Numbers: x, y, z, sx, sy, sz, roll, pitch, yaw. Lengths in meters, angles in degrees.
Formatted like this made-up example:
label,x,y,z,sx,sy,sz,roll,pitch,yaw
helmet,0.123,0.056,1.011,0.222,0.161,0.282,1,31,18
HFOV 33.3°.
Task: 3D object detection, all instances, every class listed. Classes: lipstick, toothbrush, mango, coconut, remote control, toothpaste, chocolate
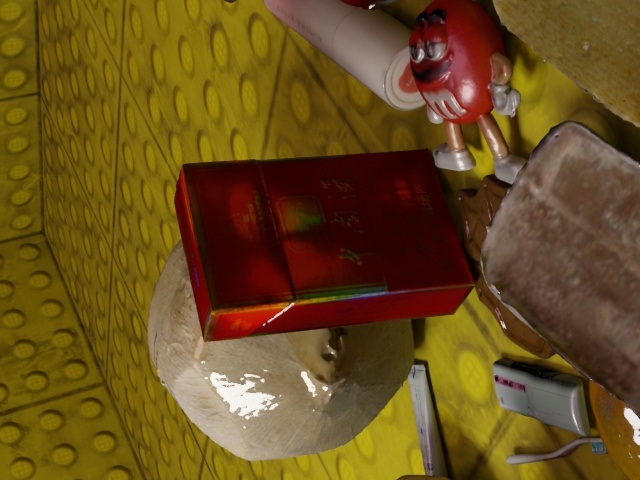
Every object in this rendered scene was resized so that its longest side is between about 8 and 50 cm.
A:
label,x,y,z,sx,sy,sz,roll,pitch,yaw
lipstick,0.033,-0.267,1.344,0.327,0.087,0.087,47,144,48
toothbrush,0.267,0.240,1.219,0.204,0.017,0.022,144,129,-64
mango,0.310,0.166,1.000,0.115,0.090,0.178,5,116,57
coconut,-0.042,0.118,1.428,0.360,0.346,0.346,34,134,55
remote control,0.246,0.175,1.209,0.166,0.029,0.065,6,110,65
toothpaste,0.151,0.277,1.476,0.052,0.033,0.218,-9,93,65
chocolate,0.277,0.032,0.939,0.185,0.100,0.303,-55,40,10

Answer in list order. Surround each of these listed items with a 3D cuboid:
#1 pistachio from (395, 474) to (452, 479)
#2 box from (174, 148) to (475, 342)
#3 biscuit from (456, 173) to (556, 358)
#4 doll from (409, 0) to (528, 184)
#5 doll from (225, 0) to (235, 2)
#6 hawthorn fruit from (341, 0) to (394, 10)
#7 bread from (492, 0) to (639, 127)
label,x,y,z,sx,sy,sz,roll,pitch,yaw
pistachio,0.155,0.458,1.389,0.214,0.194,0.318,-75,-33,-76
box,0.001,0.001,1.254,0.089,0.313,0.197,113,147,-56
biscuit,0.209,0.017,1.191,0.215,0.034,0.182,56,150,37
doll,0.154,-0.169,1.146,0.183,0.085,0.217,21,129,56
doll,-0.069,-0.422,1.355,0.182,0.117,0.257,20,95,55
hawthorn fruit,0.051,-0.349,1.174,0.185,0.185,0.202,39,155,53
bread,0.246,-0.230,0.938,0.286,0.056,0.207,53,151,39
